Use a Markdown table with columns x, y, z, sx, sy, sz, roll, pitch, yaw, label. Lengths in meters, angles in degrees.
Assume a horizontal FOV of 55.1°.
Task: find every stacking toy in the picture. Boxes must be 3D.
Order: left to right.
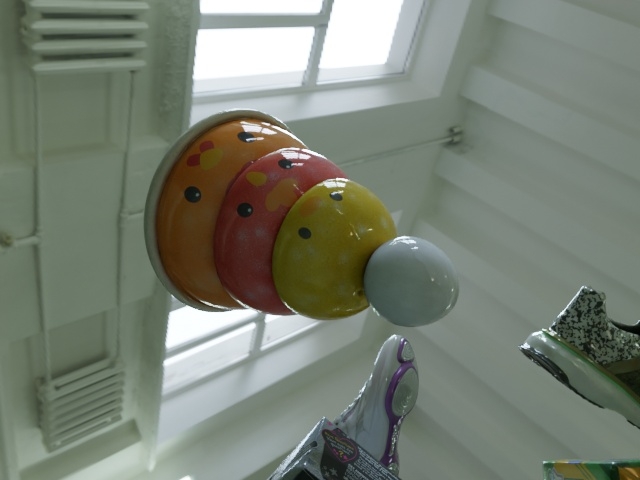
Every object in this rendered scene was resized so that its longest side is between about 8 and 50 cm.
| x | y | z | sx | sy | sz | roll | pitch | yaw | label |
| --- | --- | --- | --- | --- | --- | --- | --- | --- | --- |
| 0.000 | 0.000 | 0.913 | 0.480 | 0.350 | 0.351 | 18 | -63 | 41 | stacking toy |

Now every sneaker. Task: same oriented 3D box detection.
| x | y | z | sx | sy | sz | roll | pitch | yaw | label |
| --- | --- | --- | --- | --- | --- | --- | --- | --- | --- |
| 0.082 | 0.314 | 1.106 | 0.152 | 0.114 | 0.305 | 8 | -101 | 42 | sneaker |
| 0.534 | 0.206 | 0.994 | 0.182 | 0.410 | 0.158 | -60 | -163 | 7 | sneaker |

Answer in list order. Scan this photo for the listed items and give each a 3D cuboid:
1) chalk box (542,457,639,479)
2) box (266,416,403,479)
| x | y | z | sx | sy | sz | roll | pitch | yaw | label |
| --- | --- | --- | --- | --- | --- | --- | --- | --- | --- |
| 0.407 | 0.375 | 0.792 | 0.289 | 0.179 | 0.180 | 96 | -7 | -69 | chalk box |
| -0.022 | 0.397 | 0.839 | 0.163 | 0.142 | 0.247 | 39 | -74 | 2 | box |
